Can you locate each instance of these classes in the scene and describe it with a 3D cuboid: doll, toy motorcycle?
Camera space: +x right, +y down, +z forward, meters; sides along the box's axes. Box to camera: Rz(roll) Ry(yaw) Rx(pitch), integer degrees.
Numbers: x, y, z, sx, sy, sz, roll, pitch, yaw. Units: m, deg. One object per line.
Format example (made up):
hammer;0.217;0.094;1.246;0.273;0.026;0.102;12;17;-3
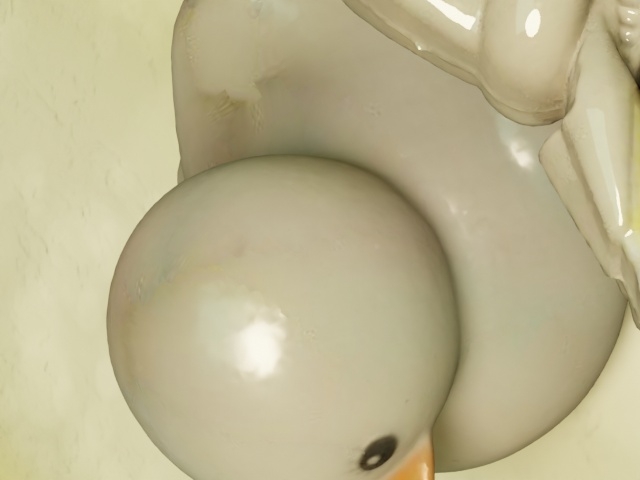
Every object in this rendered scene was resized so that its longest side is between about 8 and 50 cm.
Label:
doll;0.000;0.000;0.726;0.221;0.221;0.251;-30;72;40
toy motorcycle;0.086;-0.130;0.655;0.223;0.108;0.341;-23;71;-3
